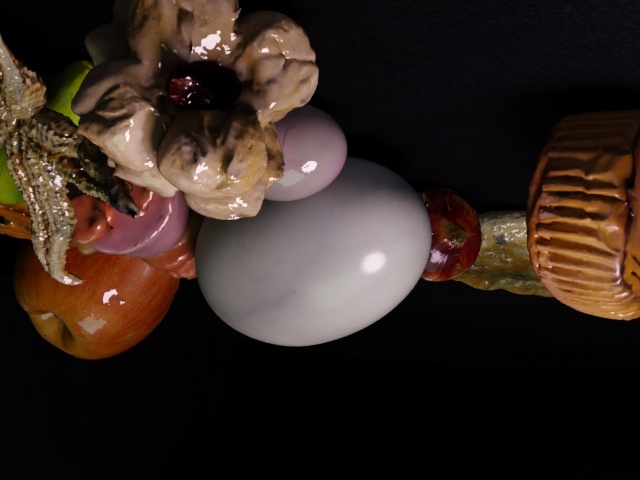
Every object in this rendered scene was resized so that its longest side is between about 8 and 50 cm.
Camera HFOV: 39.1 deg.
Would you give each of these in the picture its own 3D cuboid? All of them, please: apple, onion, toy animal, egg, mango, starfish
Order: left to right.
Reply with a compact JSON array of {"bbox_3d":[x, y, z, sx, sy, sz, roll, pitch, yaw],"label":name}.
[{"bbox_3d":[-0.301,-0.123,0.834,0.358,0.078,0.347,52,152,-9],"label":"starfish"},{"bbox_3d":[-0.297,-0.122,0.967,0.233,0.125,0.111,-34,180,39],"label":"mango"},{"bbox_3d":[-0.408,0.082,1.637,0.302,0.301,0.301,10,168,2],"label":"apple"},{"bbox_3d":[-0.226,-0.040,1.193,0.195,0.169,0.281,-28,156,11],"label":"toy animal"},{"bbox_3d":[-0.035,-0.092,0.929,0.135,0.103,0.103,-2,163,39],"label":"egg"},{"bbox_3d":[-0.013,0.010,1.087,0.230,0.230,0.371,18,160,-31],"label":"egg"},{"bbox_3d":[0.152,-0.006,1.135,0.119,0.117,0.118,18,-177,-1],"label":"onion"}]

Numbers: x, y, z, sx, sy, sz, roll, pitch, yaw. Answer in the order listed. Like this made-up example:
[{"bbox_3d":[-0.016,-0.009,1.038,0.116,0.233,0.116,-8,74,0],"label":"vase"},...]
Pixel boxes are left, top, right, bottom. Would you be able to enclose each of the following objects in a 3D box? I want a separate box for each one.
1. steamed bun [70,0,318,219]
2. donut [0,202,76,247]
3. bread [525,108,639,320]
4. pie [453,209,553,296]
[{"bbox_3d":[-0.101,-0.126,0.704,0.192,0.177,0.106,23,158,-1],"label":"steamed bun"},{"bbox_3d":[-0.465,-0.071,1.368,0.303,0.110,0.303,11,170,2],"label":"donut"},{"bbox_3d":[0.255,-0.024,0.821,0.104,0.199,0.199,4,167,32],"label":"bread"},{"bbox_3d":[0.283,0.023,1.261,0.277,0.078,0.277,8,168,2],"label":"pie"}]
